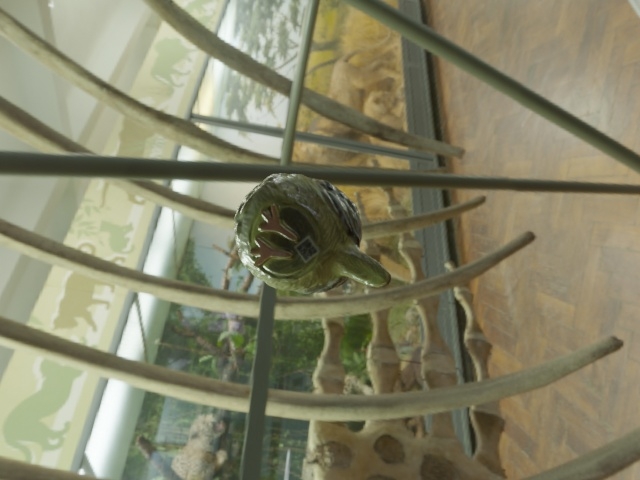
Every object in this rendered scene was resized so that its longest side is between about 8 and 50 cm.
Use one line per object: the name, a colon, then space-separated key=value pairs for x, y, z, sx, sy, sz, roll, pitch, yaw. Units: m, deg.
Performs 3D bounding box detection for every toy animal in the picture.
toy animal: x=0.000 y=0.000 z=0.455 sx=0.098 sy=0.137 sz=0.098 roll=-58 pitch=-19 yaw=-33
